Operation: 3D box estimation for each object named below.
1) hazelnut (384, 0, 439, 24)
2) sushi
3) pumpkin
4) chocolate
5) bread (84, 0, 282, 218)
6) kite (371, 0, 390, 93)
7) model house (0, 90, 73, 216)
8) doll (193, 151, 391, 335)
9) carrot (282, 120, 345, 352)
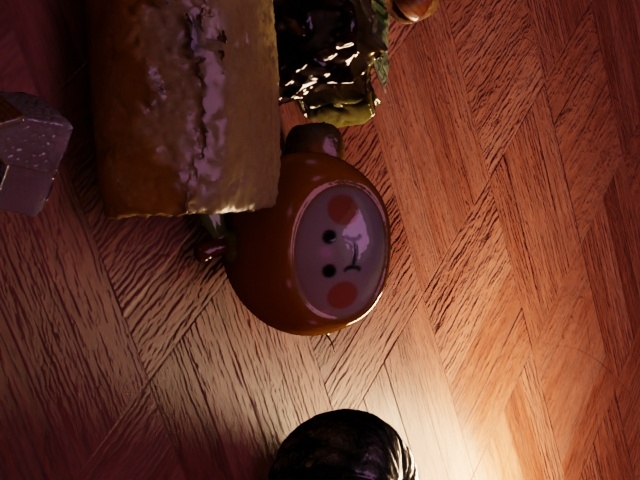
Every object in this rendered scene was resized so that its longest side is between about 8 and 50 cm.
[{"bbox_3d":[0.124,-0.340,2.364,0.086,0.086,0.086,8,81,-63],"label":"hazelnut"},{"bbox_3d":[0.025,-0.286,2.122,0.131,0.139,0.290,-17,102,-70],"label":"sushi"},{"bbox_3d":[0.030,0.311,2.057,0.220,0.162,0.220,-7,90,-67],"label":"pumpkin"},{"bbox_3d":[-0.030,-0.256,1.964,0.224,0.177,0.206,64,35,-41],"label":"chocolate"},{"bbox_3d":[-0.145,-0.211,1.745,0.236,0.165,0.375,-4,91,-68],"label":"bread"},{"bbox_3d":[0.076,-0.370,2.360,0.268,0.013,0.322,11,79,-62],"label":"kite"},{"bbox_3d":[-0.296,-0.082,1.537,0.100,0.088,0.100,6,111,-43],"label":"model house"},{"bbox_3d":[-0.046,0.003,1.933,0.236,0.213,0.213,1,86,-21],"label":"doll"},{"bbox_3d":[0.000,0.000,2.126,0.078,0.078,0.298,-27,115,-61],"label":"carrot"}]
